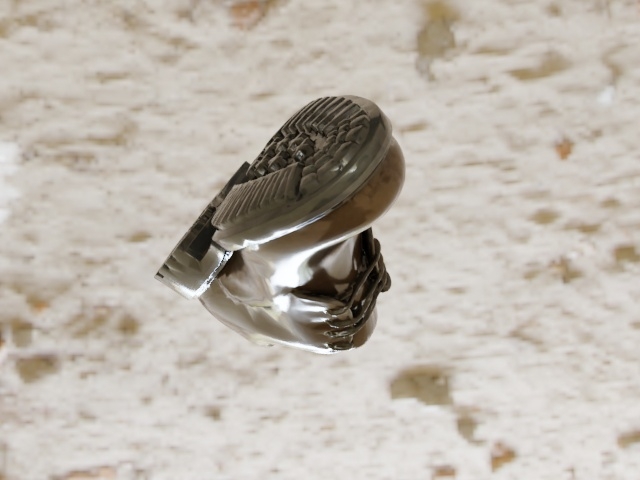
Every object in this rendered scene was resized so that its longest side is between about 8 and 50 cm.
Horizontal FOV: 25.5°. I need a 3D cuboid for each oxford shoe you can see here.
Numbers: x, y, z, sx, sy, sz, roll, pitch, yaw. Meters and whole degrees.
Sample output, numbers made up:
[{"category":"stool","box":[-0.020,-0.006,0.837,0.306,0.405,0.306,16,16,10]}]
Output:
[{"category":"oxford shoe","box":[0.000,0.000,0.627,0.096,0.083,0.227,40,162,-5]}]
